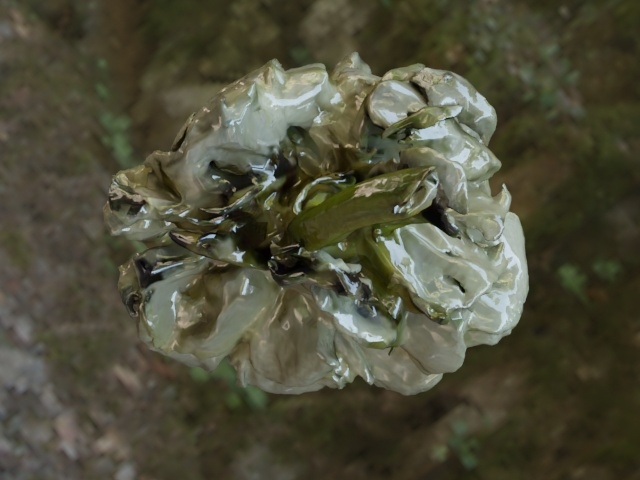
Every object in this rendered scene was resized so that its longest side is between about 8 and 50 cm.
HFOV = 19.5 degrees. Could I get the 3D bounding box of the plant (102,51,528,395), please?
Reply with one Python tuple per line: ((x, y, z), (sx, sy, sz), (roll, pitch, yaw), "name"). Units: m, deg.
((0.000, 0.000, 0.506), (0.122, 0.116, 0.104), (-165, -126, -89), "plant")
